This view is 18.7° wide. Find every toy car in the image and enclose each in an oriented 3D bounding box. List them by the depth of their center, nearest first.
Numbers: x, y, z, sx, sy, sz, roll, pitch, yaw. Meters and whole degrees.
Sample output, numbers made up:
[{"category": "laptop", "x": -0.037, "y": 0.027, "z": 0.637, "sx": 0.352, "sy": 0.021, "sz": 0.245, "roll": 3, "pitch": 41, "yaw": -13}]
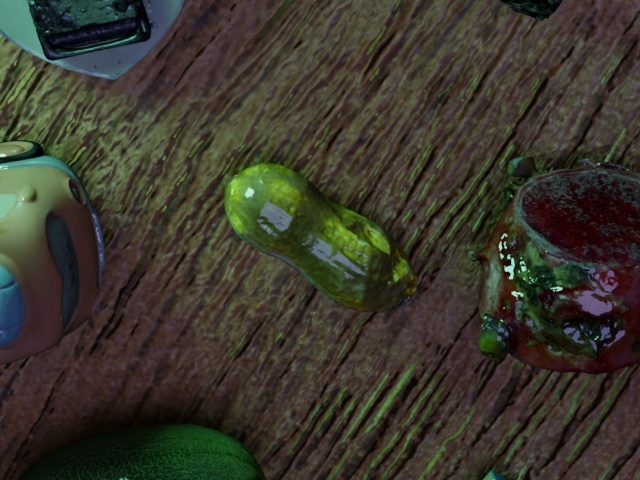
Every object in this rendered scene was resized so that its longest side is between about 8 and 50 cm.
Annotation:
[{"category": "toy car", "x": -0.331, "y": 0.031, "z": 1.752, "sx": 0.271, "sy": 0.212, "sz": 0.180, "roll": -7, "pitch": 111, "yaw": -2}]

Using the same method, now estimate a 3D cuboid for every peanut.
[{"category": "peanut", "x": 0.000, "y": 0.000, "z": 1.839, "sx": 0.207, "sy": 0.087, "sz": 0.087, "roll": 33, "pitch": 105, "yaw": -14}]

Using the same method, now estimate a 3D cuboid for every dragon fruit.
[{"category": "dragon fruit", "x": 0.256, "y": 0.010, "z": 1.814, "sx": 0.282, "sy": 0.211, "sz": 0.147, "roll": -21, "pitch": 121, "yaw": -25}]

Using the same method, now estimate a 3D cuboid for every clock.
[{"category": "clock", "x": -0.208, "y": -0.219, "z": 1.736, "sx": 0.198, "sy": 0.064, "sz": 0.172, "roll": -10, "pitch": 119, "yaw": 8}]

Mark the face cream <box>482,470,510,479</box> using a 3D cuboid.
[{"category": "face cream", "x": 0.133, "y": 0.372, "z": 2.001, "sx": 0.139, "sy": 0.067, "sz": 0.285, "roll": 36, "pitch": 103, "yaw": -19}]

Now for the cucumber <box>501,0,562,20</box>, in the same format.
[{"category": "cucumber", "x": 0.095, "y": -0.290, "z": 1.732, "sx": 0.294, "sy": 0.067, "sz": 0.067, "roll": 29, "pitch": 106, "yaw": -22}]

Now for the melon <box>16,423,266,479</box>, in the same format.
[{"category": "melon", "x": -0.189, "y": 0.272, "z": 1.874, "sx": 0.288, "sy": 0.182, "sz": 0.182, "roll": -10, "pitch": 111, "yaw": 0}]
